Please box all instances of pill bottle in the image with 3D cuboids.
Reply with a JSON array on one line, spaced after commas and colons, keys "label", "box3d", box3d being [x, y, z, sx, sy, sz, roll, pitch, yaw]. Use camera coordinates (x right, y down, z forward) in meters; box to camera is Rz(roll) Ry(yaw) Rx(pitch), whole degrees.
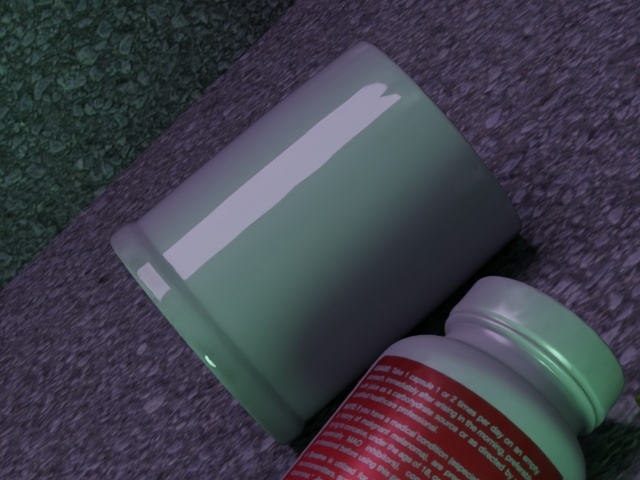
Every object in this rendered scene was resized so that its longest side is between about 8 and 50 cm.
[{"label": "pill bottle", "box3d": [0.092, 0.237, 1.551, 0.408, 0.229, 0.229, -50, 23, -19]}]

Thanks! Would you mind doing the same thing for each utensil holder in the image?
[{"label": "utensil holder", "box3d": [0.000, 0.000, 2.034, 0.385, 0.327, 0.327, -39, 22, -2]}]

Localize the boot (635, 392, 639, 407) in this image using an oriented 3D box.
[{"label": "boot", "box3d": [0.431, 0.064, 1.514, 0.269, 0.089, 0.236, -49, 12, -17]}]
